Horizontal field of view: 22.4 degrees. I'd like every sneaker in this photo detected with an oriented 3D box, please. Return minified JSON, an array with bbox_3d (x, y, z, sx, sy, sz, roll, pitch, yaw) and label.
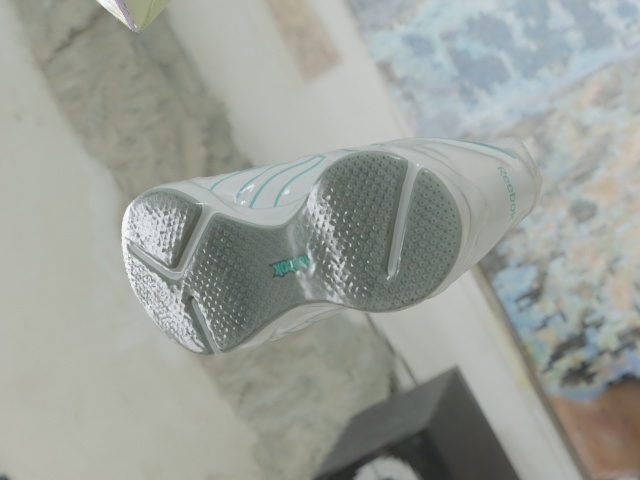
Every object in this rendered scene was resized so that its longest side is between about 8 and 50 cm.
[{"bbox_3d":[0.000,0.000,0.475,0.152,0.054,0.061,-8,9,45],"label":"sneaker"}]

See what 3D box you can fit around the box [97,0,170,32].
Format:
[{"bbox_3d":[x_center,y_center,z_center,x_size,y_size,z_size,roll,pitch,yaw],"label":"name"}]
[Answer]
[{"bbox_3d":[-0.100,-0.295,1.088,0.243,0.117,0.213,-48,-11,-7],"label":"box"}]
